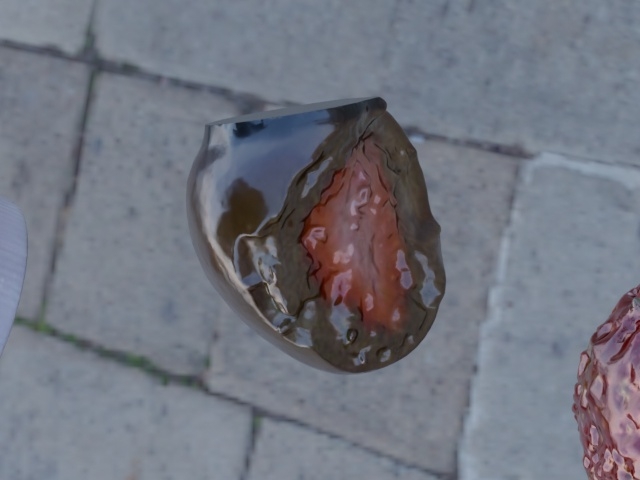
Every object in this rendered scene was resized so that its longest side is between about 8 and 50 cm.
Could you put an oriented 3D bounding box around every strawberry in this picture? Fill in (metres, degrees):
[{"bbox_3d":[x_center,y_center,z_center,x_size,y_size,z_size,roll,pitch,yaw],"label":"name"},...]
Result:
[{"bbox_3d":[0.248,0.145,1.496,0.306,0.138,0.233,118,167,-48],"label":"strawberry"}]

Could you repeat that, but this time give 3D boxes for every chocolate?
[{"bbox_3d":[0.000,0.000,0.927,0.127,0.124,0.133,-167,70,-80],"label":"chocolate"}]

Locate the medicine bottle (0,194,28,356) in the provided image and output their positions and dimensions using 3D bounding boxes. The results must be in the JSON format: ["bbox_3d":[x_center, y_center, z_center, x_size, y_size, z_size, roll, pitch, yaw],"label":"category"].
[{"bbox_3d":[-0.257,-0.005,0.781,0.133,0.250,0.133,-38,39,40],"label":"medicine bottle"}]
